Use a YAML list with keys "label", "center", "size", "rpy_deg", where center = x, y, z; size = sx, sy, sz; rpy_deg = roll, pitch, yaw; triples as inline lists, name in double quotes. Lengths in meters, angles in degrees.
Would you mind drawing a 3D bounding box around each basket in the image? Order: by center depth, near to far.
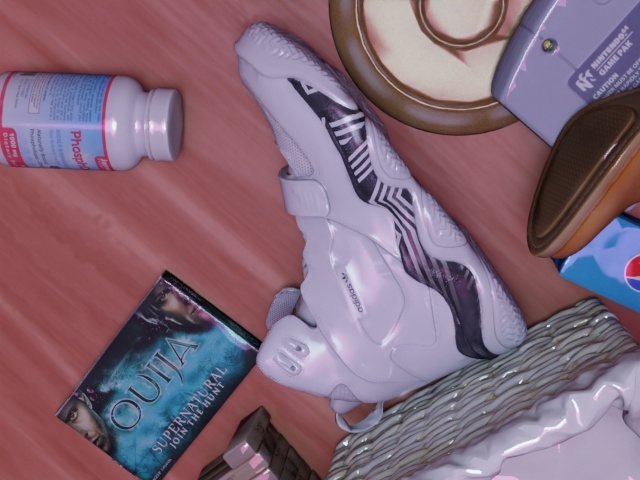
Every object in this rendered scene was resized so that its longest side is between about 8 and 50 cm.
- label: "basket"
  center: [0.205, 0.266, 0.913]
  size: [0.331, 0.266, 0.328]
  rpy_deg: [-33, 98, 12]

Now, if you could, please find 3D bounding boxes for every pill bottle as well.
- label: "pill bottle"
  center: [-0.209, -0.107, 0.958]
  size: [0.160, 0.087, 0.087]
  rpy_deg: [3, 103, 5]

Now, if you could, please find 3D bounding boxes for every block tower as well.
- label: "block tower"
  center: [0.007, 0.326, 1.035]
  size: [0.097, 0.091, 0.335]
  rpy_deg: [-37, 97, 11]

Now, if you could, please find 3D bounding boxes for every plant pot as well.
- label: "plant pot"
  center: [0.123, -0.208, 0.931]
  size: [0.236, 0.032, 0.236]
  rpy_deg: [1, 102, 5]

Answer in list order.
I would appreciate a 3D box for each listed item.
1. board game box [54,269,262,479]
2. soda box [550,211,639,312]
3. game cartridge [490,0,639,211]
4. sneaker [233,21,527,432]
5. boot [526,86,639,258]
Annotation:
- label: "board game box"
  center: [-0.157, 0.138, 1.040]
  size: [0.126, 0.026, 0.186]
  rpy_deg: [37, 104, -4]
- label: "soda box"
  center: [0.319, 0.037, 0.950]
  size: [0.210, 0.067, 0.071]
  rpy_deg: [25, 104, -1]
- label: "game cartridge"
  center: [0.291, -0.189, 0.888]
  size: [0.196, 0.060, 0.294]
  rpy_deg: [37, 103, -21]
- label: "sneaker"
  center: [0.000, 0.000, 0.935]
  size: [0.210, 0.137, 0.366]
  rpy_deg: [-38, 100, 9]
- label: "boot"
  center: [0.321, -0.062, 0.870]
  size: [0.220, 0.109, 0.283]
  rpy_deg: [30, 98, -20]
